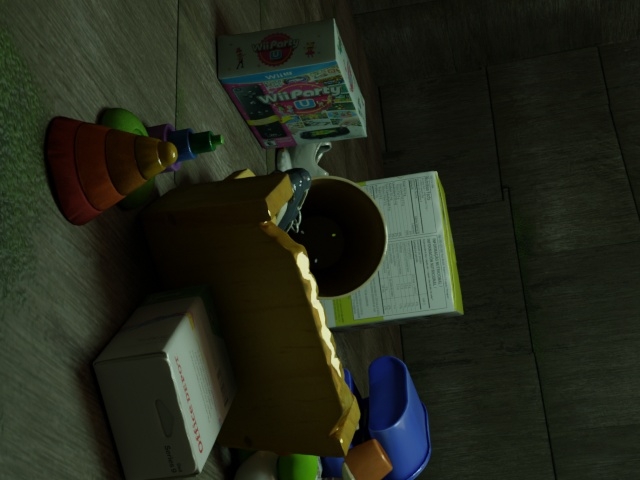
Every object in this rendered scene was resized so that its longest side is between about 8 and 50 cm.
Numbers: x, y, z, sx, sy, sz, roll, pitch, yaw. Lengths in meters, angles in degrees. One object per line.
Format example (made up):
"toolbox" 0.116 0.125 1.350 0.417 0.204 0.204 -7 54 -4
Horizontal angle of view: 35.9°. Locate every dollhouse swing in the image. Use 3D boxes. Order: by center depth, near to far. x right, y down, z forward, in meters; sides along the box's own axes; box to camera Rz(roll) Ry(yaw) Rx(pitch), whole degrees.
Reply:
"dollhouse swing" -0.040 0.064 1.370 0.305 0.315 0.347 -33 112 -47

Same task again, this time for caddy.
"caddy" 0.104 0.401 2.085 0.341 0.241 0.179 -83 155 -64

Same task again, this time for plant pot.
"plant pot" 0.000 0.000 2.007 0.254 0.237 0.237 152 -70 -84

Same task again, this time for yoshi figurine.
"yoshi figurine" -0.023 0.402 1.541 0.203 0.202 0.362 -88 169 -73

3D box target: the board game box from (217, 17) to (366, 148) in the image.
"board game box" -0.048 -0.291 1.896 0.303 0.223 0.098 58 28 -65

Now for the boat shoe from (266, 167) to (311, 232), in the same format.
"boat shoe" -0.080 -0.049 1.646 0.095 0.079 0.254 58 -26 16

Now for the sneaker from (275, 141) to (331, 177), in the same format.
"sneaker" -0.037 -0.233 2.186 0.099 0.121 0.263 50 32 -72

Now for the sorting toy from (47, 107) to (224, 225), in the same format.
"sorting toy" -0.196 -0.106 1.193 0.365 0.126 0.127 -45 126 -77

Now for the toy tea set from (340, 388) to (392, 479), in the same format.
"toy tea set" -0.016 0.272 1.636 0.336 0.124 0.200 59 3 32

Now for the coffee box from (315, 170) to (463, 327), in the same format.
"coffee box" 0.164 0.039 2.458 0.337 0.334 0.338 28 54 -78

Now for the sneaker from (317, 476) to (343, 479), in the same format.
"sneaker" 0.035 0.551 1.788 0.106 0.162 0.282 -71 150 -69

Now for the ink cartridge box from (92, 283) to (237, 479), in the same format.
"ink cartridge box" -0.175 0.163 1.163 0.212 0.093 0.154 -74 152 -71

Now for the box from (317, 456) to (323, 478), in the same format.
"box" -0.038 0.378 1.891 0.114 0.036 0.207 -71 150 -69
